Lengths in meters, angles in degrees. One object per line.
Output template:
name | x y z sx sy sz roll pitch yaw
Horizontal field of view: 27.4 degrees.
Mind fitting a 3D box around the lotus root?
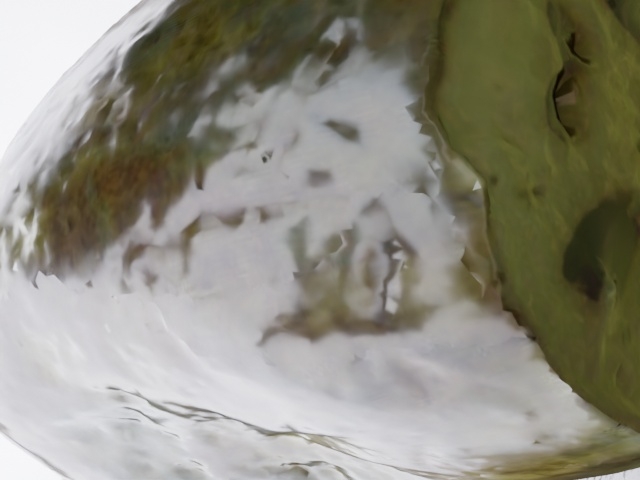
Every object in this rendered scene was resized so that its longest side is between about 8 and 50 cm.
lotus root | 0.000 0.000 0.512 0.250 0.346 0.251 17 -117 -36

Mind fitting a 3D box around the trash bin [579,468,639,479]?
trash bin | 0.179 0.148 0.555 0.165 0.225 0.115 21 -102 3
